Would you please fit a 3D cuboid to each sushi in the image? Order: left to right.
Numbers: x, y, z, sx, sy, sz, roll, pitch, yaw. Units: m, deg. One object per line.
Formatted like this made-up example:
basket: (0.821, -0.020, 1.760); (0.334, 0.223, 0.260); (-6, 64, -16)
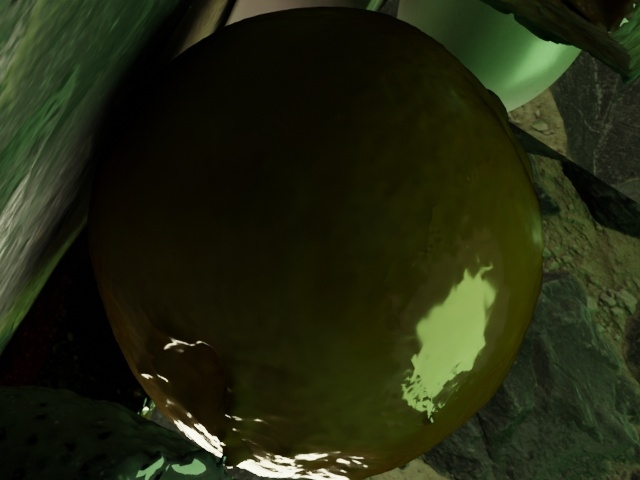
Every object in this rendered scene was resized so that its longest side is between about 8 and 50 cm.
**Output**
sushi: (-0.175, 0.093, 1.187); (0.225, 0.126, 0.136); (-59, -179, -4)

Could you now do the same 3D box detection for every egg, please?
egg: (0.139, -0.185, 1.188); (0.209, 0.151, 0.151); (-53, 180, -16)

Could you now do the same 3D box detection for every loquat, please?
loquat: (0.000, 0.000, 1.020); (0.328, 0.328, 0.328); (-58, -179, 2)

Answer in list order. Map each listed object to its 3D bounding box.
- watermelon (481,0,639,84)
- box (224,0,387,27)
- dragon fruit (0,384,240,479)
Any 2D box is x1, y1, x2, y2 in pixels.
watermelon: (0.098, -0.192, 0.699); (0.151, 0.264, 0.302); (-58, 178, 8)
box: (0.019, -0.227, 1.182); (0.203, 0.106, 0.251); (-58, -178, -33)
dragon fruit: (-0.180, 0.173, 0.720); (0.283, 0.204, 0.221); (-38, 140, -40)
